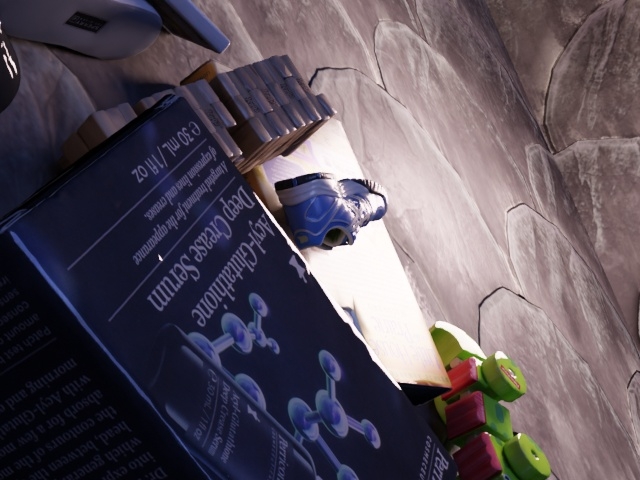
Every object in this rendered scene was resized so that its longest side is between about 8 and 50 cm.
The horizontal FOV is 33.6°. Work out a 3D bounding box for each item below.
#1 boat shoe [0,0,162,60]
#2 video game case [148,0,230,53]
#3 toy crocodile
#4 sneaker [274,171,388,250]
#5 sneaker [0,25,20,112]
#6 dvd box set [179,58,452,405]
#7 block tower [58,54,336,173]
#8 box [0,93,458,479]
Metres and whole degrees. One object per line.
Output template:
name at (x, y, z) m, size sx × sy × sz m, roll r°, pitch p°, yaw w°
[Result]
boat shoe at (-0.268, -0.269, 1.054) m, size 0.105 × 0.113 × 0.306 m, roll 57°, pitch 20°, yaw 15°
video game case at (-0.203, -0.299, 1.207) m, size 0.201 × 0.023 × 0.183 m, roll 43°, pitch -4°, yaw -30°
toy crocodile at (0.204, 0.243, 1.350) m, size 0.105 × 0.115 × 0.340 m, roll 33°, pitch 32°, yaw -34°
sneaker at (0.016, -0.029, 1.221) m, size 0.211 × 0.080 × 0.081 m, roll -1°, pitch 79°, yaw -59°
sneaker at (-0.287, -0.165, 0.760) m, size 0.122 × 0.146 × 0.330 m, roll -64°, pitch 159°, yaw -13°
dvd box set at (0.000, 0.000, 1.308) m, size 0.308 × 0.062 × 0.420 m, roll 15°, pitch 48°, yaw -57°
block tower at (-0.120, -0.108, 1.090) m, size 0.097 × 0.091 × 0.335 m, roll 56°, pitch 36°, yaw 4°
box at (-0.105, 0.140, 0.757) m, size 0.395 × 0.212 × 0.293 m, roll 54°, pitch 23°, yaw -12°
